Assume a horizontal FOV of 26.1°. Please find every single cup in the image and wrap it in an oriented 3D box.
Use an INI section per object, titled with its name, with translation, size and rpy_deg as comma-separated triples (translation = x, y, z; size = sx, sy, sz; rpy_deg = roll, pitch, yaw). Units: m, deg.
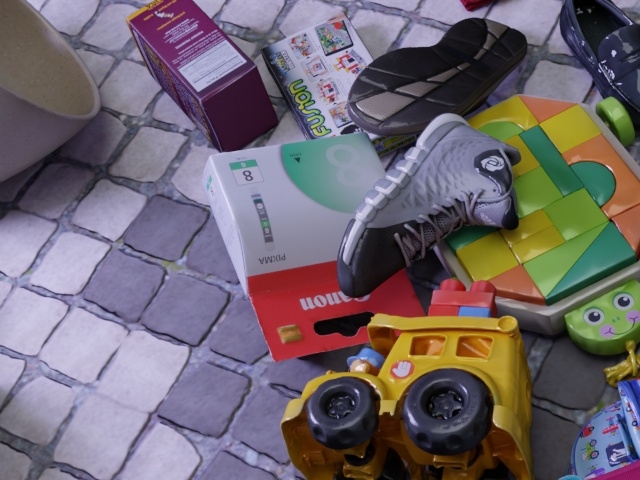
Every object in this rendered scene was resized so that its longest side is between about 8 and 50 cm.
[cup]
translation = -0.457, -0.173, 1.597
size = 0.237, 0.331, 0.331
rpy_deg = -46, 51, 14

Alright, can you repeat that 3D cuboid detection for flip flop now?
[flip flop]
translation = 0.132, -0.169, 1.514
size = 0.112, 0.080, 0.277
rpy_deg = 33, 42, 19

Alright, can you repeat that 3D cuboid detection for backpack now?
[backpack]
translation = 0.292, 0.195, 1.196
size = 0.173, 0.117, 0.158
rpy_deg = -15, 44, 12

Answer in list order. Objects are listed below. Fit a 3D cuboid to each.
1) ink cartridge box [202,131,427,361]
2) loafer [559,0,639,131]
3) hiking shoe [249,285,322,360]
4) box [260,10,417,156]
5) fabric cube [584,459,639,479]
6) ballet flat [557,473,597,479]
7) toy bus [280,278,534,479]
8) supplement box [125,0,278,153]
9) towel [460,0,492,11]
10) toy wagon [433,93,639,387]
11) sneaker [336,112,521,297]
[ink cartridge box]
translation = 0.000, 0.000, 1.391
size = 0.181, 0.056, 0.225
rpy_deg = -10, 57, -23
[loafer]
translation = 0.328, -0.196, 1.499
size = 0.076, 0.078, 0.223
rpy_deg = -28, 52, -4
[hiking shoe]
translation = -0.028, 0.021, 1.440
size = 0.114, 0.086, 0.227
rpy_deg = -27, 51, 0
[box]
translation = 0.018, -0.171, 1.599
size = 0.114, 0.036, 0.207
rpy_deg = -25, 52, -2
[fabric cube]
translation = 0.259, 0.316, 0.935
size = 0.259, 0.254, 0.258
rpy_deg = -16, 17, -20
[ballet flat]
translation = 0.133, 0.371, 1.097
size = 0.409, 0.147, 0.147
rpy_deg = -48, 55, -1
[toy bus]
translation = 0.093, 0.132, 1.285
size = 0.220, 0.149, 0.211
rpy_deg = -1, 52, 18
[supplement box]
translation = -0.140, -0.200, 1.624
size = 0.080, 0.104, 0.188
rpy_deg = -35, 53, -10
[towel]
translation = 0.217, -0.408, 1.720
size = 0.198, 0.031, 0.275
rpy_deg = -24, 51, -3
[toy wagon]
translation = 0.239, -0.007, 1.393
size = 0.267, 0.068, 0.344
rpy_deg = -26, 52, -3
[sneaker]
translation = 0.121, -0.023, 1.345
size = 0.132, 0.086, 0.229
rpy_deg = 24, 66, 28
